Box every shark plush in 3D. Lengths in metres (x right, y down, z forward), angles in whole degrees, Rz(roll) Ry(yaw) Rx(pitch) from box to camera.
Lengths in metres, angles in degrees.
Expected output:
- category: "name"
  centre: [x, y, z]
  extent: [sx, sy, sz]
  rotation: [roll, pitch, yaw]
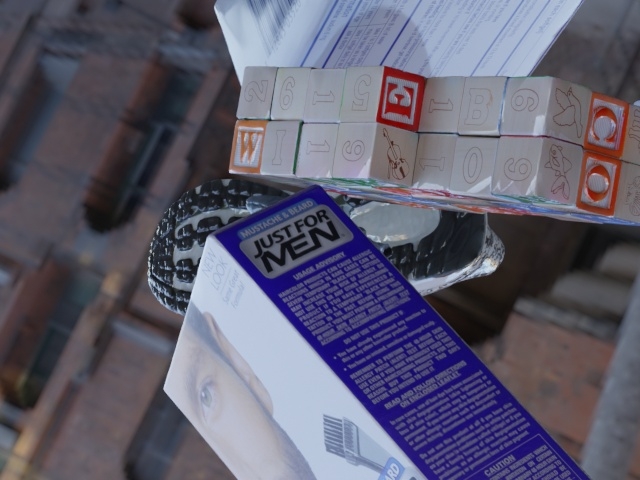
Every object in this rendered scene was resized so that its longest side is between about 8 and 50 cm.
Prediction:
- category: "shark plush"
  centre: [0.000, 0.000, 1.529]
  extent: [0.067, 0.073, 0.161]
  rotation: [35, -178, -40]

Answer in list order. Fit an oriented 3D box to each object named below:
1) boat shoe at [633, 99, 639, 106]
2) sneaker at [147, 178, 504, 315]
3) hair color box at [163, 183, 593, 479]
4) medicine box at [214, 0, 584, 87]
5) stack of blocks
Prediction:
- category: "boat shoe"
  centre: [0.422, -0.146, 2.136]
  extent: [0.035, 0.035, 0.100]
  rotation: [-10, -155, -39]
- category: "sneaker"
  centre: [0.010, 0.026, 1.845]
  extent: [0.410, 0.158, 0.182]
  rotation: [-4, 160, 28]
- category: "hair color box"
  centre: [0.045, 0.148, 1.185]
  extent: [0.339, 0.110, 0.185]
  rotation: [49, 143, 24]
- category: "medicine box"
  centre: [0.085, -0.241, 1.627]
  extent: [0.289, 0.149, 0.263]
  rotation: [-9, 155, -25]
- category: "stack of blocks"
  centre: [0.089, -0.074, 1.345]
  extent: [0.171, 0.087, 0.297]
  rotation: [11, 177, -40]
